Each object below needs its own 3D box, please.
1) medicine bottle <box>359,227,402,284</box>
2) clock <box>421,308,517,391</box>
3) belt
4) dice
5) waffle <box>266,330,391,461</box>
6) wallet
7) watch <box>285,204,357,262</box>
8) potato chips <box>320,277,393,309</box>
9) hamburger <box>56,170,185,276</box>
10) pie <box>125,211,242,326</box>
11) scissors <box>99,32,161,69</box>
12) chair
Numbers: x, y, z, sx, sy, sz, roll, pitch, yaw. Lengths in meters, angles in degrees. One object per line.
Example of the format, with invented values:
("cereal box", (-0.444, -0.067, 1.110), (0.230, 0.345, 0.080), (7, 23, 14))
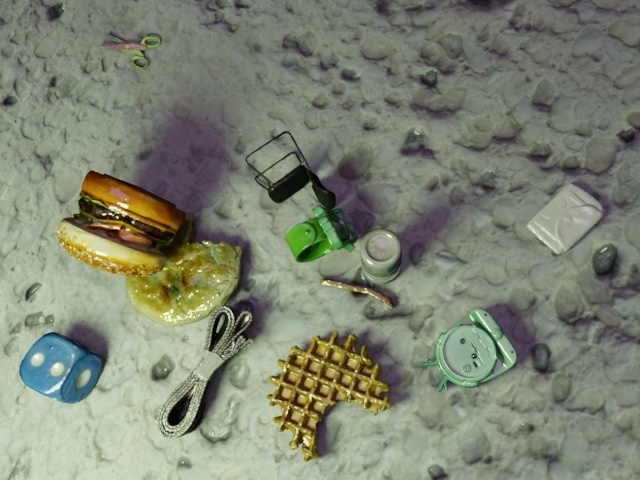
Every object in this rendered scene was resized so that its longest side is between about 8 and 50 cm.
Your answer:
("medicine bottle", (0.152, 0.043, 1.481), (0.105, 0.168, 0.105), (-2, 71, 6))
("clock", (0.353, 0.279, 1.430), (0.210, 0.066, 0.159), (-33, 70, -4))
("belt", (-0.286, 0.324, 1.473), (0.126, 0.094, 0.360), (32, 79, -1))
("dice", (-0.656, 0.324, 1.496), (0.146, 0.146, 0.143), (25, 74, 15))
("waffle", (0.011, 0.363, 1.445), (0.292, 0.069, 0.260), (-30, 68, -1))
("wallet", (0.637, -0.059, 1.530), (0.183, 0.032, 0.124), (-41, 69, -7))
("watch", (0.000, 0.000, 1.545), (0.152, 0.165, 0.131), (-36, 70, 20))
("potato chips", (0.096, 0.131, 1.535), (0.203, 0.026, 0.037), (18, 88, 12))
("hamburger", (-0.496, -0.031, 1.465), (0.290, 0.291, 0.225), (22, 88, 14))
("pie", (-0.374, 0.084, 1.581), (0.337, 0.075, 0.338), (-3, 69, 9))
("scissors", (-0.610, -0.616, 1.881), (0.187, 0.020, 0.134), (17, 71, 10))
("chair", (-0.076, -0.155, 1.598), (0.145, 0.140, 0.221), (-36, 74, -6))
